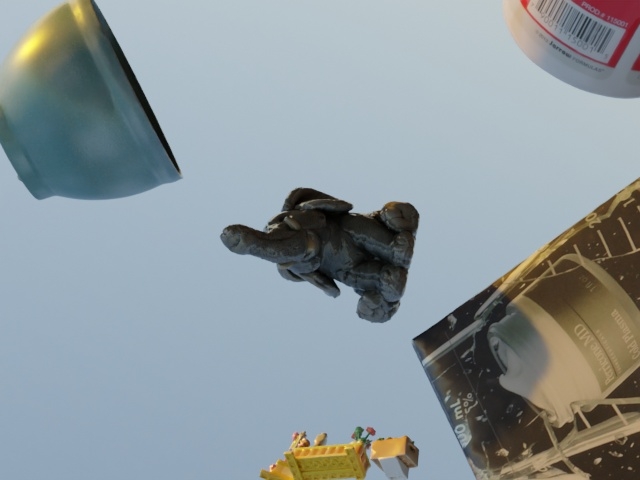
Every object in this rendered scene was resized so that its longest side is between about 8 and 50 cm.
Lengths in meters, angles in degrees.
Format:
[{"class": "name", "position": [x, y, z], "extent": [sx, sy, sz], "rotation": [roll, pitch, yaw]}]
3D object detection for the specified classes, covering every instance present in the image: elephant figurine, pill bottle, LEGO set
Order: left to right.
[{"class": "elephant figurine", "position": [0.000, 0.000, 2.023], "extent": [0.239, 0.186, 0.169], "rotation": [12, -121, 2]}, {"class": "LEGO set", "position": [0.008, 0.281, 1.928], "extent": [0.132, 0.287, 0.107], "rotation": [39, -145, -4]}, {"class": "pill bottle", "position": [0.370, -0.369, 1.690], "extent": [0.229, 0.407, 0.229], "rotation": [12, -135, -12]}]

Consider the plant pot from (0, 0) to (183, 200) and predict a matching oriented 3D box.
[{"class": "plant pot", "position": [-0.340, -0.173, 2.136], "extent": [0.293, 0.196, 0.293], "rotation": [64, 178, 3]}]

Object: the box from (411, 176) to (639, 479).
[{"class": "box", "position": [0.438, 0.207, 1.808], "extent": [0.297, 0.472, 0.480], "rotation": [33, -155, -47]}]
